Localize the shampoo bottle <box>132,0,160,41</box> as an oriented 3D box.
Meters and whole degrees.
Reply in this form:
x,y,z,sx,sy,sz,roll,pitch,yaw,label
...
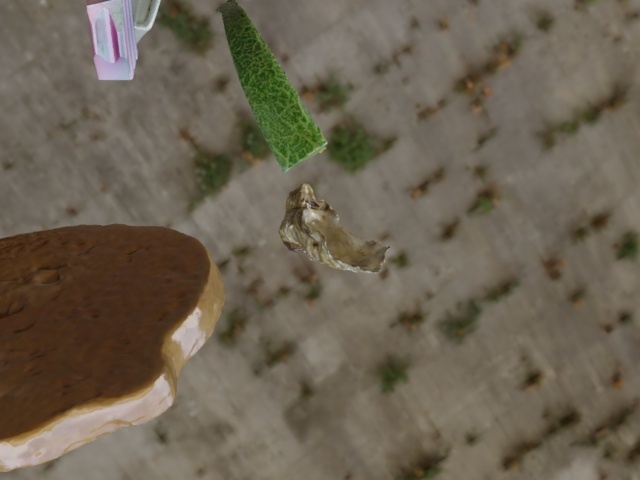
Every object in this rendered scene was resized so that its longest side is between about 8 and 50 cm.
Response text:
x,y,z,sx,sy,sz,roll,pitch,yaw,label
-0.316,-0.371,2.225,0.284,0.071,0.153,143,-43,-69,shampoo bottle

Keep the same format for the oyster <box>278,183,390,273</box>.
x,y,z,sx,sy,sz,roll,pitch,yaw,label
0.005,-0.001,2.293,0.107,0.161,0.233,-56,-134,13,oyster

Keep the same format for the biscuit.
x,y,z,sx,sy,sz,roll,pitch,yaw,label
-0.290,0.101,1.325,0.385,0.062,0.365,-5,-149,10,biscuit

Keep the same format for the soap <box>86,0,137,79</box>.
x,y,z,sx,sy,sz,roll,pitch,yaw,label
-0.303,-0.306,1.954,0.056,0.149,0.100,-2,-140,-1,soap

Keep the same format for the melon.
x,y,z,sx,sy,sz,roll,pitch,yaw,label
-0.051,-0.178,1.460,0.053,0.114,0.262,-37,-120,19,melon
